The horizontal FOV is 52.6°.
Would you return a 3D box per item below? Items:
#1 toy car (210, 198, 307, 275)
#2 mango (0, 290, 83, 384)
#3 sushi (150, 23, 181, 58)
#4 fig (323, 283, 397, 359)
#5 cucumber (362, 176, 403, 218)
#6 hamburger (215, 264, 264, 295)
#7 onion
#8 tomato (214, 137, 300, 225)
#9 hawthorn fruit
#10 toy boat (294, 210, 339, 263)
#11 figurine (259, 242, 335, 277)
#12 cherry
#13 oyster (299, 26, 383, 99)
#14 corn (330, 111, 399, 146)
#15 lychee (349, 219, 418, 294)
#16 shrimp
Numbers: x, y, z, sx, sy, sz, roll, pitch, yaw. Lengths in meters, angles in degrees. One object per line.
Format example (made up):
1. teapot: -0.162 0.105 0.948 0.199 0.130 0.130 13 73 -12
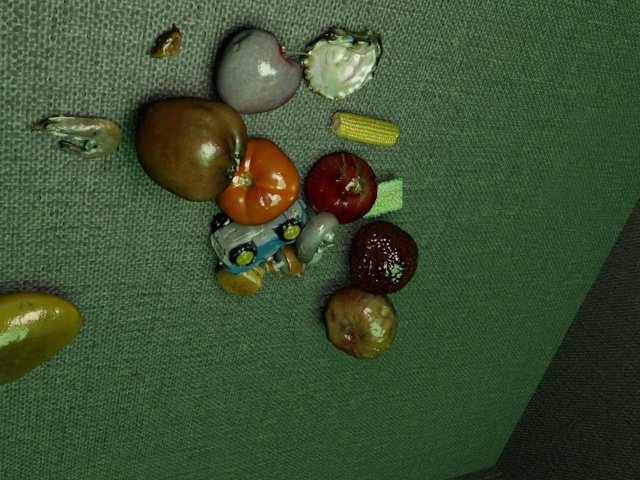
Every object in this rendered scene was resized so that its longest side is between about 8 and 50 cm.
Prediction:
1. toy car: -0.180 -0.020 1.984 0.314 0.198 0.166 -30 142 -11
2. mango: -0.841 0.264 1.777 0.365 0.182 0.253 -15 128 -22
3. sushi: -0.382 -0.488 1.614 0.099 0.047 0.050 -52 147 -13
4. fig: 0.194 0.259 2.409 0.368 0.286 0.286 -36 140 -41
5. cucumber: 0.163 -0.137 2.191 0.243 0.063 0.115 -14 104 -17
6. hamburger: -0.257 0.117 2.073 0.147 0.083 0.138 33 140 -20
7. onion: 0.072 -0.160 2.049 0.248 0.161 0.248 -10 123 -15
8. tomato: -0.182 -0.160 1.861 0.260 0.260 0.180 -53 165 12
9. hawthorn fruit: -0.347 -0.245 1.669 0.268 0.300 0.268 20 90 -81
10. toy boat: 0.000 0.000 1.982 0.155 0.085 0.227 -39 164 -24
11. figurine: -0.070 0.054 2.142 0.271 0.143 0.143 -3 124 -28
12. cherry: -0.160 -0.441 1.689 0.266 0.183 0.213 -42 124 7
13. oyster: 0.067 -0.516 1.849 0.259 0.092 0.198 -30 133 2
14. corn: 0.143 -0.345 2.021 0.248 0.081 0.081 5 119 -35
15. lychee: 0.221 0.062 2.244 0.260 0.260 0.261 -17 129 -21
16. shrimp: -0.615 -0.259 1.638 0.223 0.047 0.126 0 132 -33
